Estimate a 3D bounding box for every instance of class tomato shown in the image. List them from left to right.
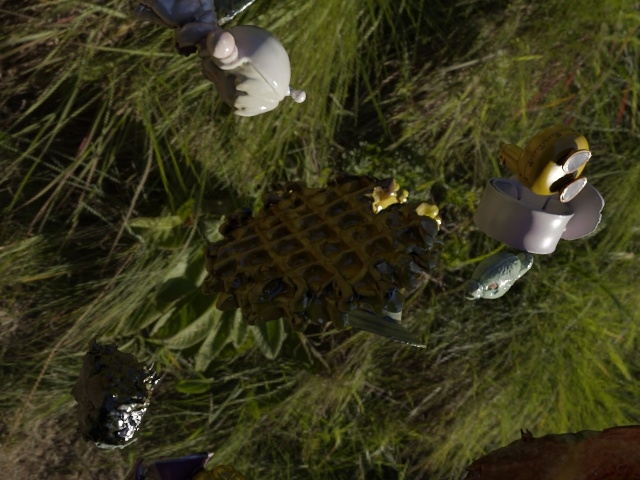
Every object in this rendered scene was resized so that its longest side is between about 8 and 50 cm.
[{"bbox_3d":[0.268,0.332,0.566,0.170,0.309,0.309,56,30,-9],"label":"tomato"}]

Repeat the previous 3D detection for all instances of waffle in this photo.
[{"bbox_3d":[0.000,0.000,0.562,0.228,0.232,0.051,-61,146,-47],"label":"waffle"}]

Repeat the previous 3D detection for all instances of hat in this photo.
[{"bbox_3d":[0.116,0.140,1.223,0.252,0.252,0.109,25,81,-59],"label":"hat"}]

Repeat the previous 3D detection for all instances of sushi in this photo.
[{"bbox_3d":[-0.364,0.275,1.046,0.147,0.212,0.114,23,99,-27],"label":"sushi"}]

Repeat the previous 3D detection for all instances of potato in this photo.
[{"bbox_3d":[-0.138,-0.424,0.962,0.054,0.198,0.119,56,-3,-31],"label":"potato"}]

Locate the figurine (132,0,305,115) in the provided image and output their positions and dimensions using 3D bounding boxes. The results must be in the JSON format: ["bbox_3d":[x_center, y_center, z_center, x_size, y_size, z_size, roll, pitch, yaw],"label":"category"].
[{"bbox_3d":[-0.135,-0.284,0.840,0.256,0.182,0.144,49,62,-15],"label":"figurine"}]

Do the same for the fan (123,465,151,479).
[{"bbox_3d":[-0.354,0.499,1.014,0.220,0.132,0.009,-54,130,-19],"label":"fan"}]

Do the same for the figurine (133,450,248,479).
[{"bbox_3d":[-0.109,0.274,0.520,0.095,0.115,0.156,24,58,-56],"label":"figurine"}]

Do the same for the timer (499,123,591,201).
[{"bbox_3d":[0.331,-0.122,0.842,0.107,0.107,0.109,45,6,-49],"label":"timer"}]

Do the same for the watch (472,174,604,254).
[{"bbox_3d":[0.495,-0.072,1.320,0.231,0.244,0.196,-12,126,-49],"label":"watch"}]

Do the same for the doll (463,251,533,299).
[{"bbox_3d":[0.374,0.076,1.228,0.214,0.103,0.071,-20,54,-35],"label":"doll"}]
